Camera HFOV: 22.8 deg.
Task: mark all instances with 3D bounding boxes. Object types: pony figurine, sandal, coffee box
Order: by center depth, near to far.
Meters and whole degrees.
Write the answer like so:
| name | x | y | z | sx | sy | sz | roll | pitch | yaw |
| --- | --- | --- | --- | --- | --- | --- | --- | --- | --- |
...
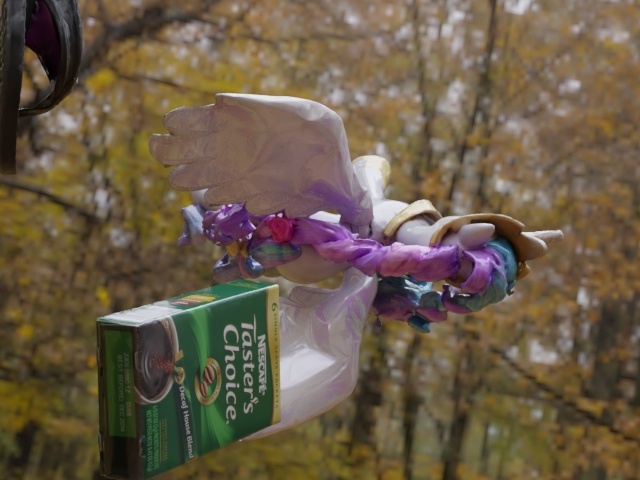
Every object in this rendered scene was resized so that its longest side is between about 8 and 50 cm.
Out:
| name | x | y | z | sx | sy | sz | roll | pitch | yaw |
| --- | --- | --- | --- | --- | --- | --- | --- | --- | --- |
| coffee box | -0.090 | 0.095 | 1.136 | 0.040 | 0.113 | 0.184 | 3 | 8 | 29 |
| pony figurine | 0.000 | 0.000 | 1.482 | 0.351 | 0.302 | 0.363 | -7 | 11 | -21 |
| sandal | -0.348 | -0.295 | 2.003 | 0.107 | 0.445 | 0.167 | 6 | -21 | -10 |
